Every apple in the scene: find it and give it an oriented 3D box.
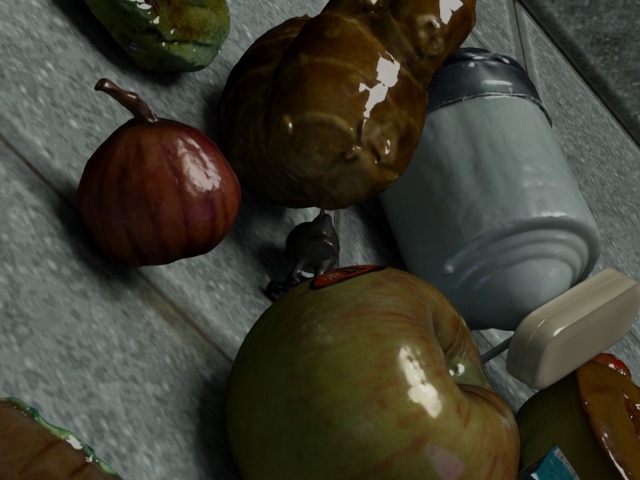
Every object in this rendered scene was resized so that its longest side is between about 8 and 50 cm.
[{"bbox_3d":[0.041,0.139,1.339,0.261,0.194,0.261,48,20,-24],"label":"apple"}]

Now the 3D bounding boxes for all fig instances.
[{"bbox_3d":[-0.137,-0.046,1.340,0.150,0.128,0.128,49,20,-1],"label":"fig"}]

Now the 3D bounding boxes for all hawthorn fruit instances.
[{"bbox_3d":[0.341,0.185,2.127,0.093,0.093,0.093,46,22,-24],"label":"hawthorn fruit"}]

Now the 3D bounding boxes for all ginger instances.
[{"bbox_3d":[0.016,-0.158,1.658,0.152,0.274,0.357,32,-8,-17],"label":"ginger"}]

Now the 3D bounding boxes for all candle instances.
[{"bbox_3d":[0.182,-0.032,1.898,0.221,0.221,0.342,28,34,-52],"label":"candle"}]

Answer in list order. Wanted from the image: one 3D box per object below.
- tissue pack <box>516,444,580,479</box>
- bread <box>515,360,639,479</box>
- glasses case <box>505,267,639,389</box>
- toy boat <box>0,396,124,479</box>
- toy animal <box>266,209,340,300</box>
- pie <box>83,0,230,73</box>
[{"bbox_3d":[0.235,0.299,1.683,0.169,0.082,0.120,56,21,3],"label":"tissue pack"},{"bbox_3d":[0.332,0.255,1.878,0.270,0.148,0.270,42,23,-23],"label":"bread"},{"bbox_3d":[0.269,0.092,1.823,0.050,0.083,0.196,34,37,29],"label":"glasses case"},{"bbox_3d":[-0.147,0.178,1.004,0.293,0.108,0.099,49,-14,-2],"label":"toy boat"},{"bbox_3d":[-0.003,0.010,1.618,0.070,0.105,0.202,16,18,0],"label":"toy animal"},{"bbox_3d":[-0.188,-0.276,1.657,0.277,0.078,0.277,47,19,-22],"label":"pie"}]
